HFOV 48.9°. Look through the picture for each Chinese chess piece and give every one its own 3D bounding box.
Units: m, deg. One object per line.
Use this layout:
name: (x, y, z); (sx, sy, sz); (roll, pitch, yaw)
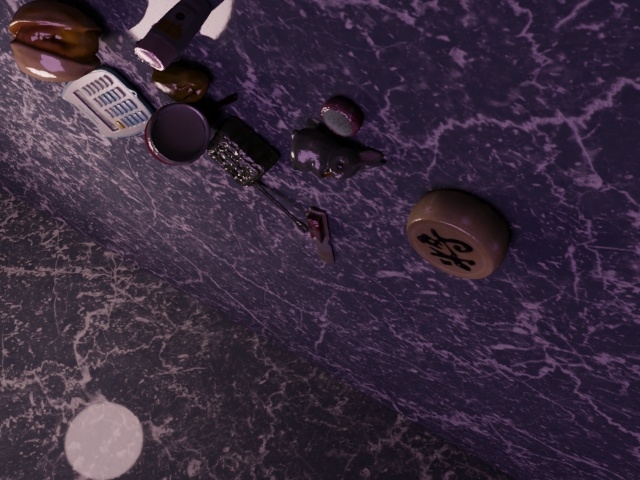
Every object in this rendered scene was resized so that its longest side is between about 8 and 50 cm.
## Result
Chinese chess piece: (0.339, -0.013, 1.744); (0.257, 0.104, 0.257); (27, 155, 13)

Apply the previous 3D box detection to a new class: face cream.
face cream: (-0.327, -0.472, 1.578); (0.084, 0.198, 0.057); (33, 156, -1)
face cream: (-0.405, -0.299, 1.991); (0.175, 0.175, 0.195); (41, 171, -17)

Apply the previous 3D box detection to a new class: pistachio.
pistachio: (-0.378, -0.419, 1.872); (0.189, 0.100, 0.110); (21, 150, 24)
pistachio: (-0.742, -0.553, 1.960); (0.309, 0.230, 0.230); (12, 149, 30)

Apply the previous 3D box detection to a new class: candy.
candy: (0.050, -0.290, 1.650); (0.103, 0.043, 0.103); (29, 159, 12)

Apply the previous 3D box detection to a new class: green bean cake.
green bean cake: (-0.231, -0.252, 2.031); (0.185, 0.094, 0.183); (44, 156, -11)

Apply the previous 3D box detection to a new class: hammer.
hammer: (-0.269, -0.372, 1.930); (0.065, 0.021, 0.178); (44, 152, -24)

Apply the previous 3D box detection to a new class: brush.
brush: (0.000, 0.000, 2.273); (0.060, 0.050, 0.321); (21, 155, 18)

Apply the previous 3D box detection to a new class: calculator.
calculator: (-0.678, -0.443, 2.266); (0.386, 0.054, 0.256); (-1, 139, 51)

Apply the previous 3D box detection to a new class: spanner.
spanner: (-0.132, -0.112, 2.203); (0.254, 0.015, 0.054); (43, 163, 4)

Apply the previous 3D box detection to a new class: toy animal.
toy animal: (0.032, -0.206, 1.754); (0.236, 0.108, 0.138); (18, 152, 30)

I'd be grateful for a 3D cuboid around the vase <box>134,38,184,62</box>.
vase: (-0.424, -0.497, 1.818); (0.149, 0.081, 0.081); (12, 149, 48)
